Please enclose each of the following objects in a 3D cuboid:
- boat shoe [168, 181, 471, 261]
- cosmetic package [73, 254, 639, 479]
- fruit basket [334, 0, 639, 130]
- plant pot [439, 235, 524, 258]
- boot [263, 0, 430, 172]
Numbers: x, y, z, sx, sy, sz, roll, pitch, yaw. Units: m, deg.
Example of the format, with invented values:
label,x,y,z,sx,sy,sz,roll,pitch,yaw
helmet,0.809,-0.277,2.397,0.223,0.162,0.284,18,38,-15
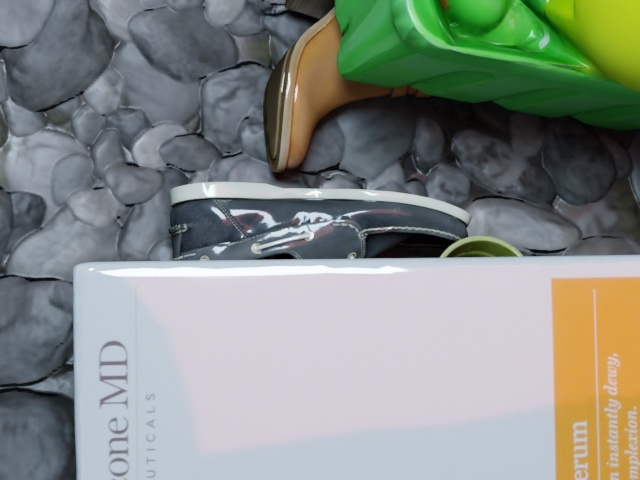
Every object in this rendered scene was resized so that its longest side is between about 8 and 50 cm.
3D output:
label,x,y,z,sx,sy,sz,roll,pitch,yaw
boat shoe,0.000,0.000,1.245,0.233,0.084,0.079,1,78,-6
cosmetic package,0.064,0.124,1.117,0.453,0.161,0.230,-1,88,-2
fruit basket,0.221,-0.214,1.169,0.392,0.392,0.283,1,73,-12
plant pot,0.116,0.047,1.253,0.083,0.079,0.083,3,74,-11
boot,0.040,-0.132,1.299,0.152,0.073,0.197,15,76,-14
